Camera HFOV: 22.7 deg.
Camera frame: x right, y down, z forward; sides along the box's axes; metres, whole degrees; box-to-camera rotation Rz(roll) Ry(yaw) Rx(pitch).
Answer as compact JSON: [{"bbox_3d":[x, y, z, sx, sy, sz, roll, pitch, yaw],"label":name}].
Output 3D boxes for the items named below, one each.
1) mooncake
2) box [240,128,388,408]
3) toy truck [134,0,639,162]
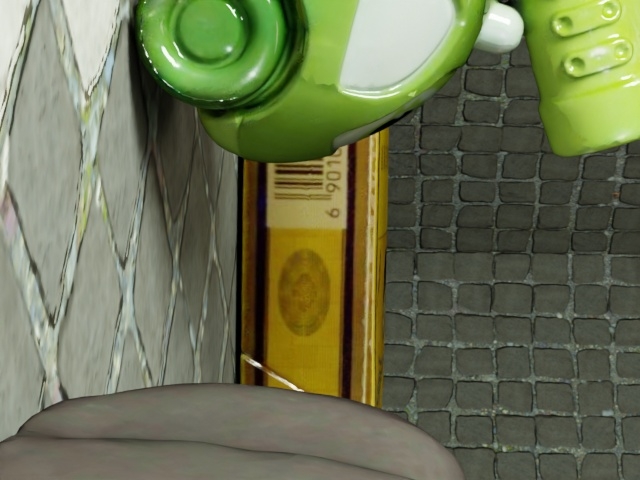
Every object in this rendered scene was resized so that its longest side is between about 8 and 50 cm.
[{"bbox_3d":[-0.027,0.153,0.406,0.245,0.133,0.245,-177,-90,-87],"label":"mooncake"},{"bbox_3d":[0.000,0.000,1.009,0.193,0.084,0.301,-37,128,-84],"label":"box"},{"bbox_3d":[0.037,-0.125,0.633,0.148,0.210,0.187,-51,140,-80],"label":"toy truck"}]
